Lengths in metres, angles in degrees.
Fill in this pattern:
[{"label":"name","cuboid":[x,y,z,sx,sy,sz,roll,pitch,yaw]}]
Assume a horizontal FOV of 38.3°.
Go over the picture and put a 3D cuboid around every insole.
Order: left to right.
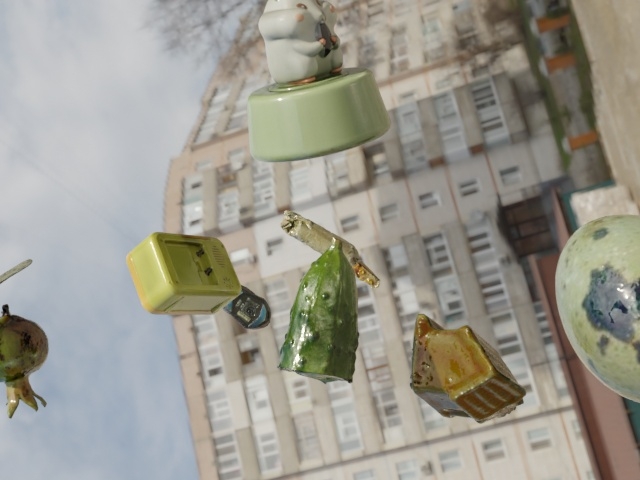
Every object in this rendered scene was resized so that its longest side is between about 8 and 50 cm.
[{"label":"insole","cuboid":[-0.787,0.100,2.244,0.065,0.193,0.006,19,138,57]}]

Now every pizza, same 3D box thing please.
[{"label":"pizza","cuboid":[0.097,0.072,2.522,0.178,0.041,0.131,44,-174,34]}]

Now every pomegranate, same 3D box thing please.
[{"label":"pomegranate","cuboid":[-0.625,0.250,1.892,0.220,0.156,0.156,61,-169,11]}]

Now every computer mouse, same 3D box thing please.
[{"label":"computer mouse","cuboid":[-0.168,0.147,2.062,0.135,0.079,0.047,33,180,4]}]

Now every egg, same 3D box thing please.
[{"label":"egg","cuboid":[0.665,0.132,1.877,0.428,0.345,0.345,64,-173,31]}]

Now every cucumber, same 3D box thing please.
[{"label":"cucumber","cuboid":[0.007,0.116,1.548,0.134,0.134,0.245,33,-114,-70]}]

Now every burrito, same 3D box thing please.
[{"label":"burrito","cuboid":[0.000,-0.001,1.892,0.058,0.188,0.045,-60,-1,-23]}]

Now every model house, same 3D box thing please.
[{"label":"model house","cuboid":[0.339,0.294,1.985,0.268,0.239,0.173,37,-114,-37]}]

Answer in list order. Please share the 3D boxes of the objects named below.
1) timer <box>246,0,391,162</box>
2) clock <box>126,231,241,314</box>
[{"label":"timer","cuboid":[-0.027,-0.341,1.821,0.291,0.290,0.315,-68,-32,-70]},{"label":"clock","cuboid":[-0.259,0.065,1.758,0.202,0.096,0.143,6,-129,-52]}]
